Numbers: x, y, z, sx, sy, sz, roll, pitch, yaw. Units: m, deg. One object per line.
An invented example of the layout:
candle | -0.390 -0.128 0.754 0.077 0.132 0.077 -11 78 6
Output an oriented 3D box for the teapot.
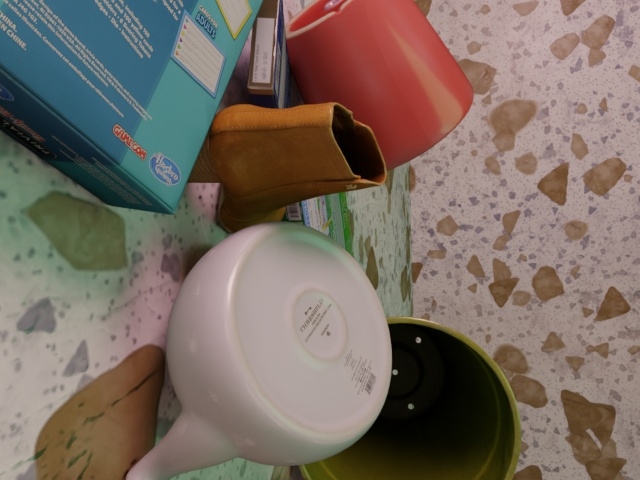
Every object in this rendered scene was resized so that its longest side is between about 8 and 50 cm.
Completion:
teapot | -0.060 0.110 0.517 0.256 0.187 0.252 10 61 -43

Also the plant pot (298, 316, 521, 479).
plant pot | 0.152 0.302 0.953 0.353 0.367 0.366 -11 100 -83

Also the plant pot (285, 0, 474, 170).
plant pot | 0.077 -0.283 0.796 0.243 0.275 0.275 54 36 -30

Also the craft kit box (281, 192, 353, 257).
craft kit box | 0.000 0.000 0.890 0.246 0.061 0.249 -49 136 -59

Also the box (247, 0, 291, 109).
box | -0.065 -0.218 0.660 0.225 0.037 0.136 85 7 -81

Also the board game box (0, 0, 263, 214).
board game box | -0.143 -0.226 0.352 0.254 0.079 0.336 55 47 -60

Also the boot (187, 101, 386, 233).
boot | -0.027 -0.066 0.558 0.295 0.211 0.104 33 60 -69
